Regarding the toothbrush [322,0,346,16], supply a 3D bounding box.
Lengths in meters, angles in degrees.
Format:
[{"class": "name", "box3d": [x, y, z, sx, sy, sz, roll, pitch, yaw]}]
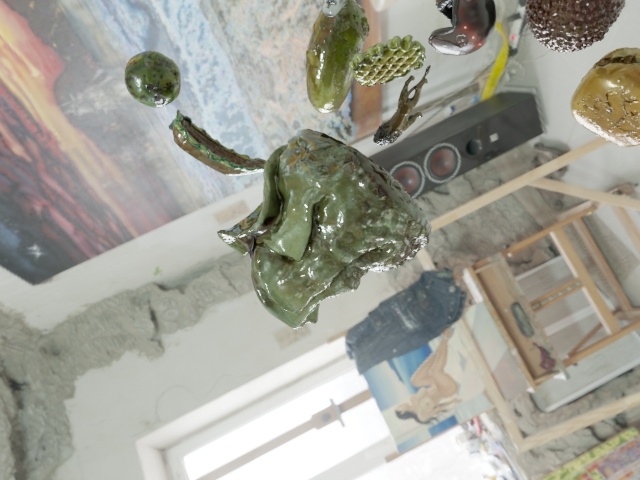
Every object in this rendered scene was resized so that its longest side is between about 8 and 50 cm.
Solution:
[{"class": "toothbrush", "box3d": [0.115, -0.532, 0.796, 0.042, 0.417, 0.040, 31, -175, 34]}]

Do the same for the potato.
[{"class": "potato", "box3d": [0.030, -0.465, 1.302, 0.141, 0.176, 0.298, 29, 126, 11]}]

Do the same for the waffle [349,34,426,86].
[{"class": "waffle", "box3d": [0.152, -0.401, 1.152, 0.183, 0.169, 0.036, 5, -110, -72]}]

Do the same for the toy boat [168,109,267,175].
[{"class": "toy boat", "box3d": [-0.252, -0.227, 1.321, 0.293, 0.099, 0.108, 25, -156, -20]}]

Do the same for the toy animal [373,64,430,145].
[{"class": "toy animal", "box3d": [0.197, -0.303, 1.173, 0.069, 0.086, 0.219, 41, 128, 17]}]

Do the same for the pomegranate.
[{"class": "pomegranate", "box3d": [-0.361, -0.363, 1.132, 0.161, 0.122, 0.122, -74, -32, -52]}]

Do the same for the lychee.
[{"class": "lychee", "box3d": [0.749, -0.704, 1.533, 0.304, 0.275, 0.276, 39, -178, -20]}]

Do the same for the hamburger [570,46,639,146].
[{"class": "hamburger", "box3d": [0.981, -0.446, 1.647, 0.305, 0.174, 0.284, 36, 158, 11]}]

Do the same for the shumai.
[{"class": "shumai", "box3d": [0.000, 0.000, 1.019, 0.395, 0.348, 0.395, 36, 173, 5]}]

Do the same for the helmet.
[{"class": "helmet", "box3d": [0.431, -0.664, 1.548, 0.216, 0.193, 0.189, 73, -149, -66]}]
